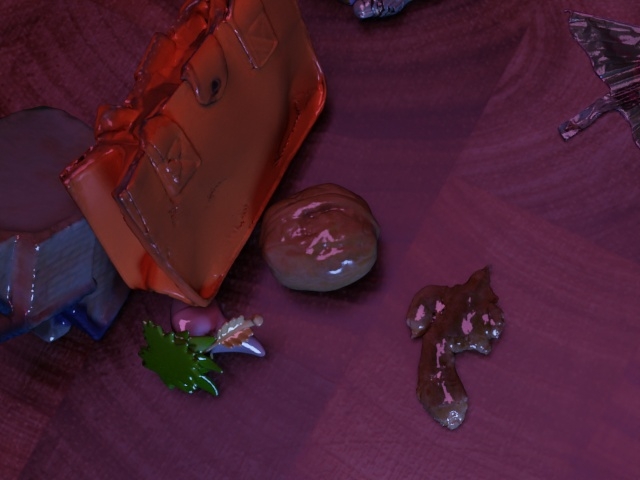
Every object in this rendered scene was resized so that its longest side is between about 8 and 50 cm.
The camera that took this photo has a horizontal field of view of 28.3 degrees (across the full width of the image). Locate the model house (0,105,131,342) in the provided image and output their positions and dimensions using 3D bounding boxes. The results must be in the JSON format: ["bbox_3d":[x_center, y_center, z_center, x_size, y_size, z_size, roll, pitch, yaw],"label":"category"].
[{"bbox_3d":[-0.395,0.022,1.679,0.245,0.312,0.280,29,126,18],"label":"model house"}]

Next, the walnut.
[{"bbox_3d":[0.000,0.000,1.717,0.166,0.149,0.167,-5,42,5],"label":"walnut"}]

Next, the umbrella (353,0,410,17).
[{"bbox_3d":[0.113,-0.356,1.827,0.143,0.062,0.067,-25,39,-9],"label":"umbrella"}]

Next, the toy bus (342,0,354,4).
[{"bbox_3d":[-0.059,-0.445,1.849,0.274,0.112,0.090,26,88,13],"label":"toy bus"}]

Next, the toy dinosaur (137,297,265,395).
[{"bbox_3d":[-0.161,0.112,1.735,0.194,0.152,0.177,27,53,20],"label":"toy dinosaur"}]

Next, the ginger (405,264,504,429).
[{"bbox_3d":[0.185,0.141,1.696,0.133,0.059,0.214,-9,74,10],"label":"ginger"}]

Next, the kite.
[{"bbox_3d":[0.454,-0.210,1.769,0.267,0.013,0.323,-25,74,1],"label":"kite"}]

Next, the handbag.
[{"bbox_3d":[-0.143,-0.144,1.643,0.116,0.303,0.410,15,61,25],"label":"handbag"}]
